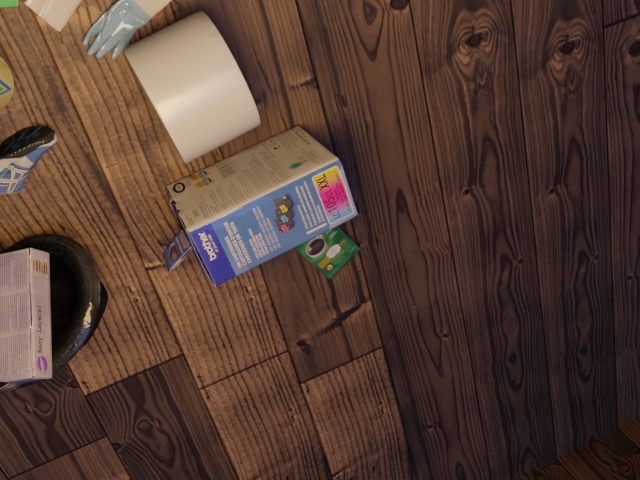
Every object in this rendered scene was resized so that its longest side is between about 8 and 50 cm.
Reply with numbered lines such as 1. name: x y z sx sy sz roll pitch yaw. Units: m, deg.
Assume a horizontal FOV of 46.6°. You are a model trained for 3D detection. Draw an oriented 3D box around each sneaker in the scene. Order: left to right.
1. sneaker: -0.598 -0.148 1.456 0.211 0.080 0.081 -31 130 6

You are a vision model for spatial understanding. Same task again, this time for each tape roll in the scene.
1. tape roll: -0.245 -0.291 1.422 0.169 0.246 0.246 -29 123 -7

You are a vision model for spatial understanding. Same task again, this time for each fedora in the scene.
1. fedora: -0.564 0.151 1.544 0.334 0.334 0.152 -46 156 5

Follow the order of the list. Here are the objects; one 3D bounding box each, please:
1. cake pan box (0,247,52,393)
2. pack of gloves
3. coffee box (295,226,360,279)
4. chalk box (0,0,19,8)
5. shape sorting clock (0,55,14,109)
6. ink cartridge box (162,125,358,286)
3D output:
1. cake pan box: -0.643 0.163 1.445 0.245 0.267 0.070 -13 164 17
2. pack of gloves: -0.403 -0.469 1.398 0.232 0.046 0.195 -44 135 7
3. coffee box: 0.000 0.000 1.795 0.113 0.040 0.184 -45 124 4
4. chalk box: -0.627 -0.427 1.259 0.213 0.132 0.132 -6 118 -19
5. shape sorting clock: -0.661 -0.291 1.332 0.206 0.040 0.206 -11 151 -6
6. ink cartridge box: -0.158 -0.070 1.556 0.395 0.270 0.151 -25 119 -9
